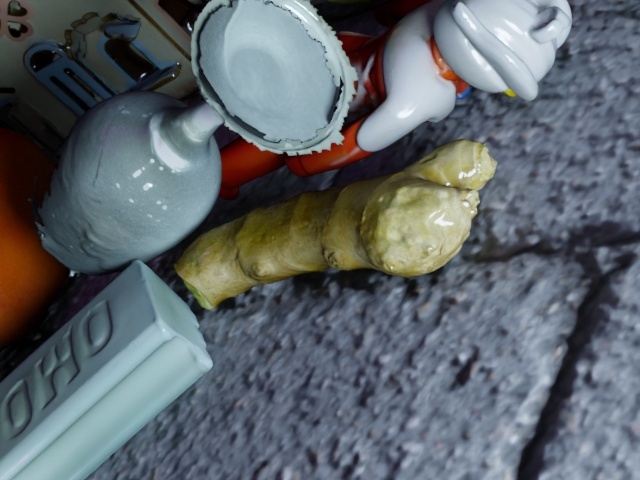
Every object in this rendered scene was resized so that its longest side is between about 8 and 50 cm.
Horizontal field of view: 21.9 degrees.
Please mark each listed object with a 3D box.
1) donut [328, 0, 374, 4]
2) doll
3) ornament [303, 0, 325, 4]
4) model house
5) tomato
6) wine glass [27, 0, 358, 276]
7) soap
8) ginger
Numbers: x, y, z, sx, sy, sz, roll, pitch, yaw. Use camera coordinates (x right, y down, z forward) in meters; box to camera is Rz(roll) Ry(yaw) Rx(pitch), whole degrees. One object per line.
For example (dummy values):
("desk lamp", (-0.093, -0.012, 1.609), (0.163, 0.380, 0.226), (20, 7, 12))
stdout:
("donut", (0.041, -0.317, 1.335), (0.272, 0.272, 0.107), (-50, 27, -7))
("doll", (0.049, -0.130, 1.297), (0.384, 0.099, 0.188), (-13, 44, 53))
("ornament", (-0.027, -0.350, 1.502), (0.259, 0.225, 0.259), (-42, 22, 22))
("model house", (-0.243, -0.203, 1.604), (0.326, 0.244, 0.169), (-23, 34, 33))
("tomato", (-0.354, 0.010, 1.547), (0.260, 0.180, 0.260), (-35, 31, 25))
("wine glass", (-0.113, -0.072, 1.292), (0.321, 0.143, 0.143), (-33, 29, 48))
("soap", (-0.186, 0.118, 1.310), (0.198, 0.066, 0.119), (-42, 32, 8))
("ginger", (-0.002, -0.003, 1.223), (0.299, 0.065, 0.118), (-14, 29, 41))
